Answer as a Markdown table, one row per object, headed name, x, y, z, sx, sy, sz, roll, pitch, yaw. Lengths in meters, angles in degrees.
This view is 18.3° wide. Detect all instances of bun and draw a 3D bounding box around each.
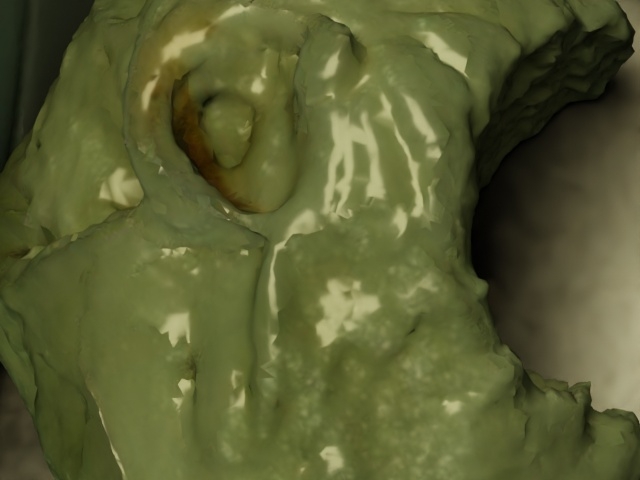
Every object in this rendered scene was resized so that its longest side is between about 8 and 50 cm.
| name | x | y | z | sx | sy | sz | roll | pitch | yaw |
| --- | --- | --- | --- | --- | --- | --- | --- | --- | --- |
| bun | 0.000 | 0.000 | 0.534 | 0.204 | 0.126 | 0.212 | -35 | 67 | 9 |

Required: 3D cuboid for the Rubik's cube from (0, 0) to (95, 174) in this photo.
| name | x | y | z | sx | sy | sz | roll | pitch | yaw |
| --- | --- | --- | --- | --- | --- | --- | --- | --- | --- |
| Rubik's cube | -0.270 | -0.124 | 0.540 | 0.347 | 0.351 | 0.352 | 16 | 78 | 22 |
